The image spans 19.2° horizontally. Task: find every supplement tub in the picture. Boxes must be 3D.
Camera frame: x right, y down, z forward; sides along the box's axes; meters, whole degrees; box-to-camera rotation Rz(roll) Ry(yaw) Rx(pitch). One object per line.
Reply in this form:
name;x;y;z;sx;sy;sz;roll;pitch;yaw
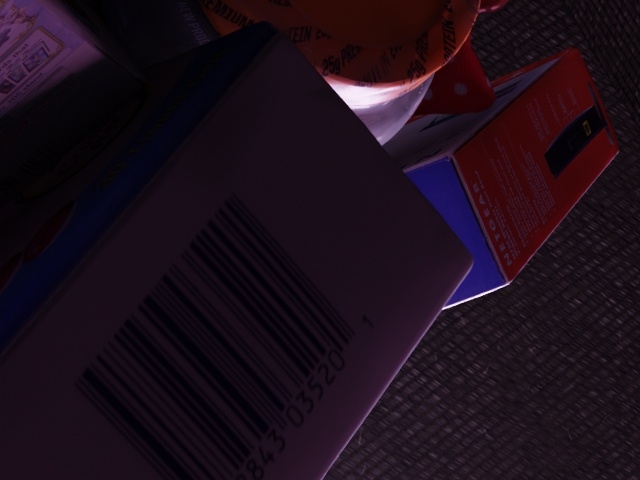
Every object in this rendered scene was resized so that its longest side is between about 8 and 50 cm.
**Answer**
supplement tub;-0.066;-0.106;0.992;0.193;0.194;0.316;-35;-174;-34

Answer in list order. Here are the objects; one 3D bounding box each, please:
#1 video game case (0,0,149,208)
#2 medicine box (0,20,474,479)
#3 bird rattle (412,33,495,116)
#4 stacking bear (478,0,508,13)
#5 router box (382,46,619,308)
video game case;-0.208;-0.014;0.691;0.269;0.061;0.244;-40;172;2
medicine box;-0.125;0.067;0.836;0.289;0.149;0.263;-13;-147;52
bird rattle;-0.009;-0.152;1.151;0.143;0.207;0.253;-19;-178;-16
stacking bear;0.086;-0.256;1.305;0.175;0.164;0.289;-23;-166;-12
router box;0.000;0.000;1.215;0.335;0.082;0.301;-21;-172;25
